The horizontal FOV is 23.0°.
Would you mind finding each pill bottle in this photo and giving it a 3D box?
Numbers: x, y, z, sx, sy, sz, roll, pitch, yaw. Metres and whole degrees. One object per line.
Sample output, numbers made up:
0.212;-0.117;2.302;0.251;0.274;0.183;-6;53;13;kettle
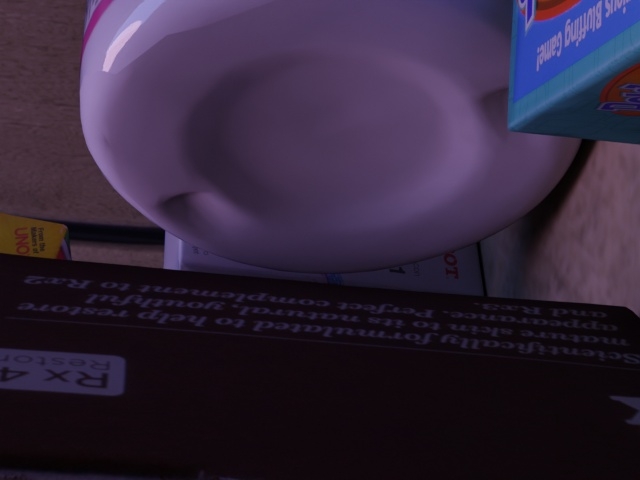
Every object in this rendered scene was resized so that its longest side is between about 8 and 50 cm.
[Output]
0.004;-0.145;0.564;0.160;0.160;0.283;107;166;-55;pill bottle

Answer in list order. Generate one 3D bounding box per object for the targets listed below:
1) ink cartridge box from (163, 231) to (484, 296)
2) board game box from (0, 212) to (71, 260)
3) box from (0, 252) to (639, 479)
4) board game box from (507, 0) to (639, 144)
0.000;0.000;0.642;0.052;0.122;0.088;109;164;-45;ink cartridge box
-0.125;0.127;0.504;0.124;0.039;0.259;94;-171;-50;board game box
-0.022;0.206;0.419;0.143;0.191;0.381;-105;22;-70;box
0.089;-0.138;0.359;0.160;0.047;0.210;145;129;-79;board game box
